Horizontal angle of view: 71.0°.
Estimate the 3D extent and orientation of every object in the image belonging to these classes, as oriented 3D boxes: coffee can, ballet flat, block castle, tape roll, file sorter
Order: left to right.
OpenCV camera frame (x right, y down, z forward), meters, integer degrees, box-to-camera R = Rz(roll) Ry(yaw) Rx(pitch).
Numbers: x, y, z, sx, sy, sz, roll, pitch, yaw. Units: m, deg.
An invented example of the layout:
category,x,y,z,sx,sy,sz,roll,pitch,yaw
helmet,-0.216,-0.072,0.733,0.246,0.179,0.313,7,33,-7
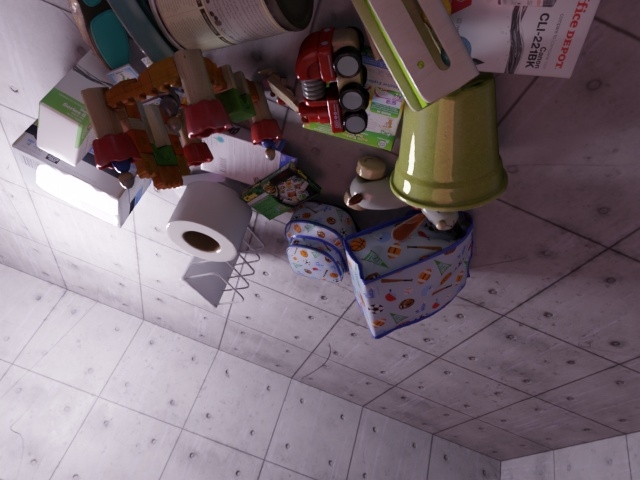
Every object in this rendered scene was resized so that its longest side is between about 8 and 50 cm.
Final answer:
category,x,y,z,sx,sy,sz,roll,pitch,yaw
ballet flat,-0.575,-0.579,1.120,0.106,0.107,0.316,26,143,27
block castle,-0.290,-0.254,1.049,0.303,0.453,0.213,-15,97,12
tape roll,-0.369,-0.061,1.509,0.246,0.169,0.246,12,149,8
file sorter,-0.353,0.081,1.699,0.173,0.278,0.193,-11,134,30
coffee can,-0.180,-0.509,0.917,0.275,0.201,0.201,-1,139,25

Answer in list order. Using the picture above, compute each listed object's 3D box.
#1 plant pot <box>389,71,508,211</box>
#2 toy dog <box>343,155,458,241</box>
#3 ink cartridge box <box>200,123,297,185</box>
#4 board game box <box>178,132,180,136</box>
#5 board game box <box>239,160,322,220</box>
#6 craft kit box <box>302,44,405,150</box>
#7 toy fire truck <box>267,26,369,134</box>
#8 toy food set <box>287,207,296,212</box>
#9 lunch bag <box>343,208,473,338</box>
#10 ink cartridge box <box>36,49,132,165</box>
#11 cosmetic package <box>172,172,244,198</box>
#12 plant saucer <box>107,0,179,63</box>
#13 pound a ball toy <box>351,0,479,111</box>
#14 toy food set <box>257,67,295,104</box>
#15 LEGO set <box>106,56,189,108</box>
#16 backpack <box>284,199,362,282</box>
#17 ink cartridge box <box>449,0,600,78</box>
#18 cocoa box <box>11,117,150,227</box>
category,x,y,z,sx,sy,sz,roll,pitch,yaw
plant pot,0.289,-0.246,1.019,0.276,0.276,0.254,5,129,20
toy dog,0.206,-0.105,1.248,0.333,0.161,0.220,8,129,23
ink cartridge box,-0.220,-0.254,1.381,0.311,0.065,0.186,20,144,3
board game box,-0.510,-0.366,1.404,0.186,0.026,0.126,-9,135,33
board game box,-0.129,-0.148,1.407,0.136,0.030,0.259,36,141,-30
craft kit box,0.088,-0.358,1.113,0.250,0.061,0.247,17,141,5
toy fire truck,-0.019,-0.360,1.018,0.246,0.158,0.217,-2,140,11
toy food set,-0.133,-0.137,1.510,0.192,0.038,0.132,21,144,-1
lunch bag,0.292,0.086,1.417,0.385,0.239,0.328,-20,139,-3
ink cartridge box,-0.653,-0.376,1.251,0.114,0.273,0.198,30,143,-17
cosmetic package,-0.390,-0.181,1.553,0.239,0.060,0.099,-2,143,27
plant saucer,-0.381,-0.498,0.980,0.043,0.317,0.317,-28,129,7
pound a ball toy,0.158,-0.411,0.835,0.135,0.208,0.319,-30,96,5
toy food set,-0.112,-0.403,1.179,0.078,0.019,0.122,1,147,25
LEGO set,-0.419,-0.415,1.217,0.244,0.060,0.182,-14,152,15
backpack,0.000,0.000,1.490,0.276,0.213,0.263,5,136,21
ink cartridge box,0.358,-0.430,0.842,0.273,0.114,0.197,10,142,13
cocoa box,-0.768,-0.248,1.495,0.347,0.228,0.231,28,148,-10
